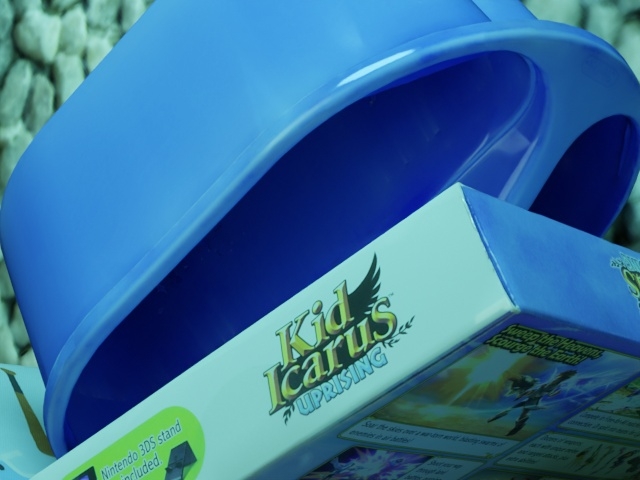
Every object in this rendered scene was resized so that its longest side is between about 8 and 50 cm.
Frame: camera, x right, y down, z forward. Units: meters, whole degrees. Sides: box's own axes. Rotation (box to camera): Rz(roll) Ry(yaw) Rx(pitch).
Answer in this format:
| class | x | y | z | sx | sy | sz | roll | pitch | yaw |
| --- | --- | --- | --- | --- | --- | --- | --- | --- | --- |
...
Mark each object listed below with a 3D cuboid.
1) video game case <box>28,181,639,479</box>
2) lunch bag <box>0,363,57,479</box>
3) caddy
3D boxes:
| class | x | y | z | sx | sy | sz | roll | pitch | yaw |
| --- | --- | --- | --- | --- | --- | --- | --- | --- | --- |
| video game case | 0.049 | 0.086 | 0.728 | 0.244 | 0.269 | 0.061 | -34 | 61 | 26 |
| lunch bag | -0.247 | 0.272 | 0.880 | 0.239 | 0.328 | 0.385 | 38 | 102 | 34 |
| caddy | 0.000 | 0.000 | 0.804 | 0.341 | 0.241 | 0.179 | -45 | 53 | 22 |
